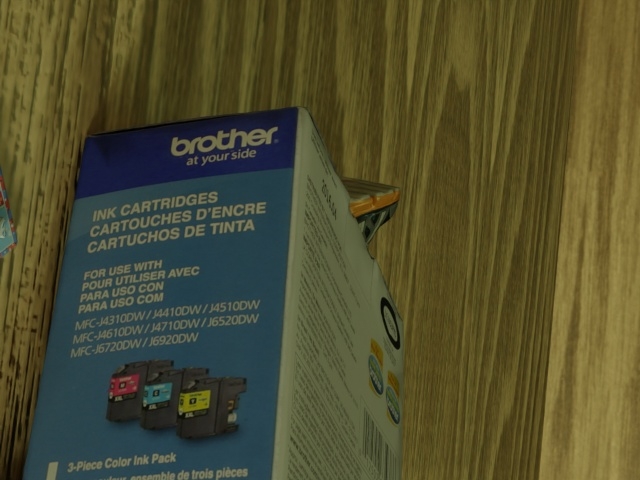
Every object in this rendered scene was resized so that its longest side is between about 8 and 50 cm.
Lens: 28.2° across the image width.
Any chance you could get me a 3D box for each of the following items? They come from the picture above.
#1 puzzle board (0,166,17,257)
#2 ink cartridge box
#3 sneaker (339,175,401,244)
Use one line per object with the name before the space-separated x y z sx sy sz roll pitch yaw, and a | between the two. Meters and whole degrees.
puzzle board | -0.190 -0.014 0.614 0.128 0.011 0.096 -52 141 -58
ink cartridge box | -0.046 0.107 0.771 0.270 0.151 0.395 64 26 -53
sneaker | 0.000 0.000 1.039 0.215 0.084 0.083 -30 124 -55
